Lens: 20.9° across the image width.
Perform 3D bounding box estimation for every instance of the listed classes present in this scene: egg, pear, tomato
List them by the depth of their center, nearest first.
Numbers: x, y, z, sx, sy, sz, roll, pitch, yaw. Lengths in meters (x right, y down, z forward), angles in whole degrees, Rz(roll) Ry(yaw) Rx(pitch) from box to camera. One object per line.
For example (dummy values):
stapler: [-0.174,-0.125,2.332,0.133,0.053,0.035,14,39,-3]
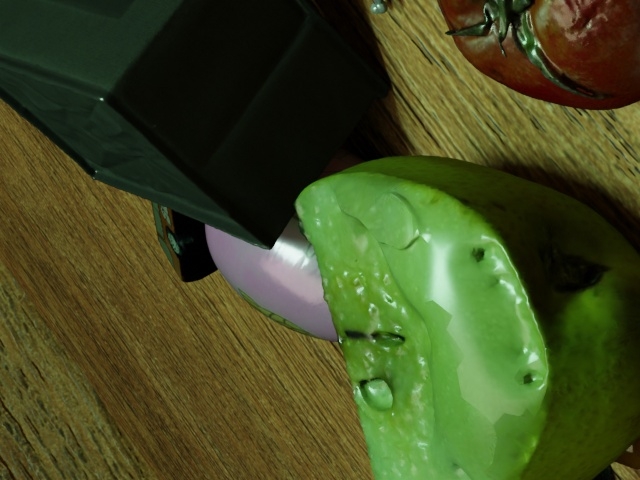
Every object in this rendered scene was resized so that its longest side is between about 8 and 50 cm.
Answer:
tomato: [0.156,-0.189,1.297,0.228,0.101,0.228,44,152,30]
pear: [0.168,0.074,1.479,0.318,0.238,0.342,-15,91,55]
egg: [0.000,0.000,1.770,0.271,0.196,0.196,28,145,50]

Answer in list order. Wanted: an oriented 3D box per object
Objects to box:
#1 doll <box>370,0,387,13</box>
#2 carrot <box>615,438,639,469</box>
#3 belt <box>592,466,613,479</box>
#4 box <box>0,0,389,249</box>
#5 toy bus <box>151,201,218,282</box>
doll: [0.043,-0.245,1.543,0.114,0.039,0.057,90,-175,-68]
carrot: [0.238,0.157,1.656,0.260,0.070,0.070,16,135,61]
belt: [0.188,0.238,1.786,0.218,0.128,0.122,33,148,44]
box: [-0.159,-0.172,1.705,0.345,0.204,0.251,21,162,49]
toy bus: [-0.167,-0.105,2.125,0.092,0.093,0.409,52,159,34]
